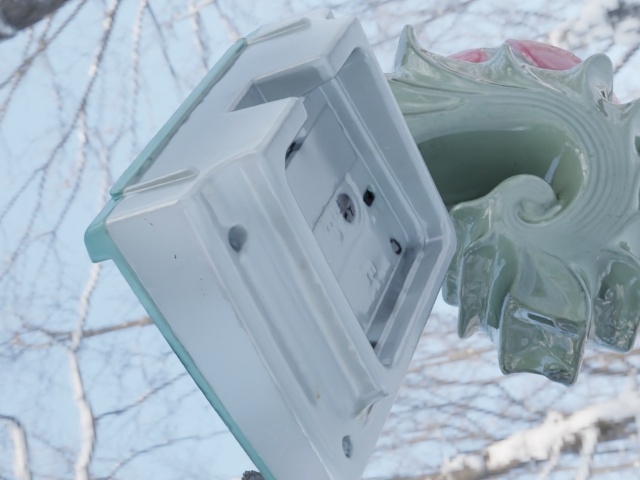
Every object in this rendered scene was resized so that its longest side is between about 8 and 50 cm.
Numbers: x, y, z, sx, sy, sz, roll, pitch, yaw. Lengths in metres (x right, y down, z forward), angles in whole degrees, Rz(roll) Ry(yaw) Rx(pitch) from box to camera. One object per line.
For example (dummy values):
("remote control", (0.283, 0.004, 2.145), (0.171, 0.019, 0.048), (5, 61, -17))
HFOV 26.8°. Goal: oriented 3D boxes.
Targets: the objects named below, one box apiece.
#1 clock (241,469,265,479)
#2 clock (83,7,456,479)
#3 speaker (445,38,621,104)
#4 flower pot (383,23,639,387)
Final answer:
("clock", (-0.059, 0.283, 1.459), (0.074, 0.010, 0.083), (40, -162, -10))
("clock", (0.000, 0.000, 0.847), (0.231, 0.116, 0.262), (59, -145, -21))
("speaker", (0.214, -0.089, 1.575), (0.294, 0.294, 0.294), (22, -119, -47))
("flower pot", (0.097, -0.043, 1.080), (0.164, 0.367, 0.254), (82, -154, -54))
